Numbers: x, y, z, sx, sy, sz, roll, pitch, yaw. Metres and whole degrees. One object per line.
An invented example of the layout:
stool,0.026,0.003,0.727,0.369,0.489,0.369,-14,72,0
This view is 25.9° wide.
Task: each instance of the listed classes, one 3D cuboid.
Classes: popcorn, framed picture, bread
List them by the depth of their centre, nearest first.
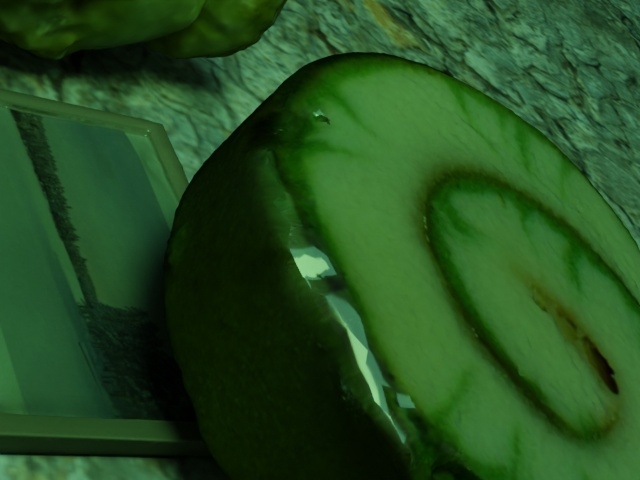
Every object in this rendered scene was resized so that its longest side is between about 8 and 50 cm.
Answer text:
framed picture,-0.142,0.010,0.826,0.213,0.016,0.289,9,39,-38
bread,0.083,0.060,0.842,0.382,0.129,0.366,-15,67,-54
popcorn,-0.162,-0.243,0.978,0.286,0.174,0.225,0,60,-44
